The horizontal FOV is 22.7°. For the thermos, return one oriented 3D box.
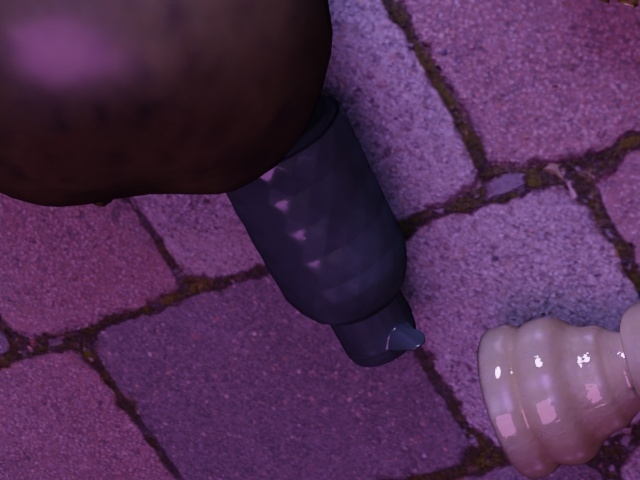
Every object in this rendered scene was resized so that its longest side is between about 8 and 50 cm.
[{"bbox_3d":[0.000,0.000,1.644,0.182,0.145,0.286,13,136,51],"label":"thermos"}]

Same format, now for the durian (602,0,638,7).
[{"bbox_3d":[0.268,-0.272,1.386,0.221,0.095,0.137,16,163,6],"label":"durian"}]

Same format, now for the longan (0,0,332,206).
[{"bbox_3d":[-0.193,-0.204,1.435,0.405,0.336,0.404,0,117,1],"label":"longan"}]

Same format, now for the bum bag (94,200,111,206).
[{"bbox_3d":[-0.313,-0.089,1.734,0.233,0.060,0.106,13,136,12],"label":"bum bag"}]

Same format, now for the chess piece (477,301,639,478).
[{"bbox_3d":[0.326,0.133,1.616,0.300,0.167,0.167,-17,117,24],"label":"chess piece"}]
